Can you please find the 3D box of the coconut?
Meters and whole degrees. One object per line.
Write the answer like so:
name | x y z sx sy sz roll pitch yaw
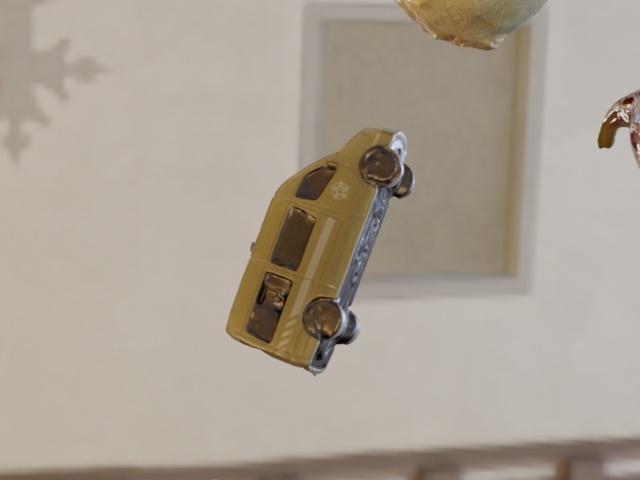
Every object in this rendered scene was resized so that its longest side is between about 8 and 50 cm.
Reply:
coconut | 0.153 -0.287 1.817 0.194 0.194 0.194 2 -168 0

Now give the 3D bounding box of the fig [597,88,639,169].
fig | 0.343 -0.104 1.640 0.207 0.175 0.175 24 -159 25

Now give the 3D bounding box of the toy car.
toy car | 0.000 0.000 1.774 0.124 0.257 0.101 20 177 12
